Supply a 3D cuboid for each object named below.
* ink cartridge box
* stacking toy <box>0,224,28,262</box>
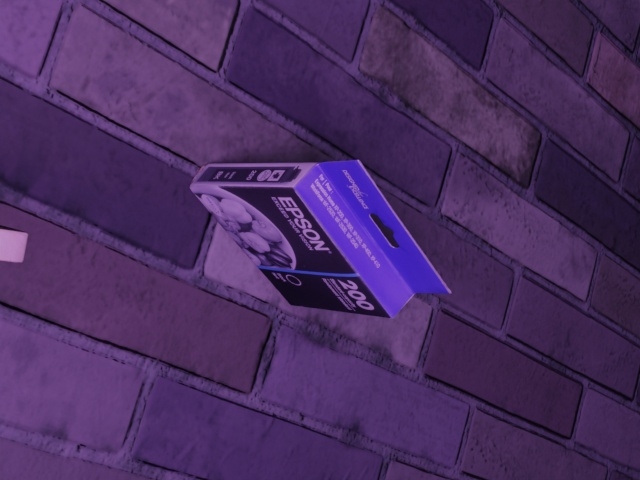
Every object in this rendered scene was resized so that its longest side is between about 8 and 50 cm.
[{"bbox_3d":[0.000,0.000,1.205,0.206,0.208,0.045,52,55,-36],"label":"ink cartridge box"},{"bbox_3d":[-0.377,0.026,0.772,0.279,0.309,0.130,7,96,-57],"label":"stacking toy"}]
